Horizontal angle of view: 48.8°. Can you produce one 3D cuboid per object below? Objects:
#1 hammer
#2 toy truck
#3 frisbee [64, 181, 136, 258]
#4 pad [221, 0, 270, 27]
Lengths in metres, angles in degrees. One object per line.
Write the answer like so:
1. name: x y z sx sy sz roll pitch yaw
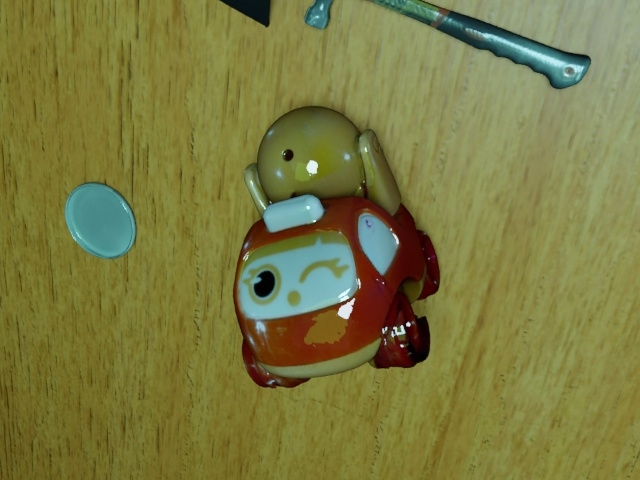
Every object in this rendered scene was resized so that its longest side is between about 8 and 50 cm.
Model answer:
1. hammer: 0.127 -0.219 0.707 0.288 0.033 0.111 26 119 8
2. toy truck: 0.000 0.000 0.725 0.189 0.265 0.239 -14 117 23
3. frisbee: -0.297 -0.026 0.955 0.110 0.014 0.110 8 115 17
4. pad: -0.152 -0.329 0.723 0.245 0.006 0.170 30 157 6
